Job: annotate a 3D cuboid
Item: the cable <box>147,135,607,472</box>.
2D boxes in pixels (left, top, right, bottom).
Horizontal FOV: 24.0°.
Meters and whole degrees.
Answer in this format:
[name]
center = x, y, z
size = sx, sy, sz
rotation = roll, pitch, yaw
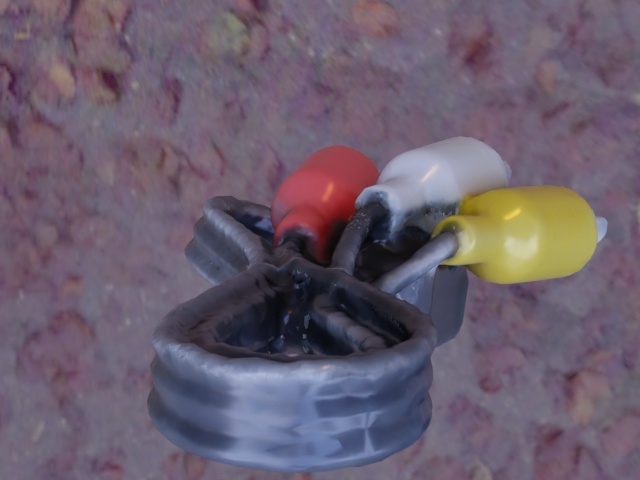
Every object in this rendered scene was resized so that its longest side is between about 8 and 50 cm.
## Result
[cable]
center = 0.000, 0.000, 0.449
size = 0.139, 0.287, 0.072
rotation = 11, 96, 16
